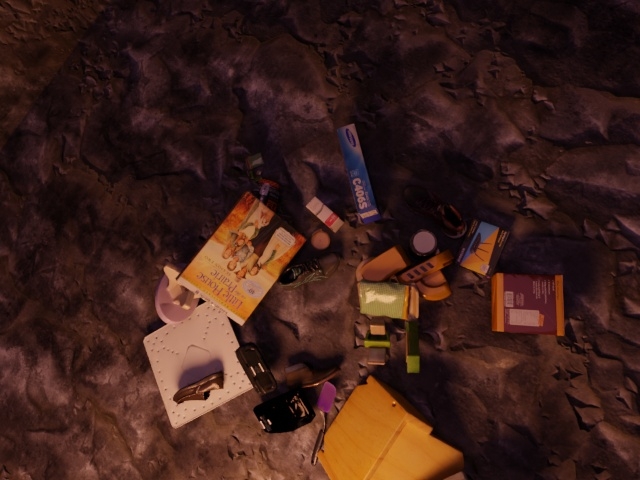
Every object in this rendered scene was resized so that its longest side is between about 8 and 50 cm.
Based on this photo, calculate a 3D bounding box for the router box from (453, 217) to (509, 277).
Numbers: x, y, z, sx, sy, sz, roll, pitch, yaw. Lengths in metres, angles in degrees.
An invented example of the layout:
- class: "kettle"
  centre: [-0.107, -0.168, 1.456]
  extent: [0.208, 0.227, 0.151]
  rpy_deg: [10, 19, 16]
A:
- class: "router box"
  centre: [0.574, 0.027, 1.456]
  extent: [0.133, 0.046, 0.179]
  rpy_deg: [23, 86, 18]

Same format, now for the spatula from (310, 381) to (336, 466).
- class: "spatula"
  centre: [0.005, 0.672, 1.484]
  extent: [0.084, 0.030, 0.297]
  rpy_deg: [6, 85, 57]

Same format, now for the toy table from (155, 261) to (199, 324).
- class: "toy table"
  centre: [-0.531, 0.180, 1.611]
  extent: [0.160, 0.252, 0.275]
  rpy_deg: [-34, 47, 33]

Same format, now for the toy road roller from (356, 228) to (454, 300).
- class: "toy road roller"
  centre: [0.311, 0.124, 1.429]
  extent: [0.329, 0.202, 0.241]
  rpy_deg: [-29, 79, 6]

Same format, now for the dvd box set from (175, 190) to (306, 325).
- class: "dvd box set"
  centre: [-0.294, 0.067, 1.556]
  extent: [0.307, 0.062, 0.421]
  rpy_deg: [41, 80, -19]

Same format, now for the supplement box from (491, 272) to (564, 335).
- class: "supplement box"
  centre: [0.678, 0.210, 1.348]
  extent: [0.193, 0.129, 0.192]
  rpy_deg: [1, 79, 15]

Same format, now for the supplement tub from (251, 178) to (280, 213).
- class: "supplement tub"
  centre: [-0.235, -0.148, 1.673]
  extent: [0.116, 0.117, 0.191]
  rpy_deg: [14, 84, 17]

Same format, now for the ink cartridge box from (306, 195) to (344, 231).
- class: "ink cartridge box"
  centre: [0.019, -0.103, 1.604]
  extent: [0.135, 0.099, 0.056]
  rpy_deg: [42, 92, 18]

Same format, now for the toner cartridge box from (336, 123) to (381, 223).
- class: "toner cartridge box"
  centre: [0.150, -0.252, 1.564]
  extent: [0.075, 0.165, 0.348]
  rpy_deg: [-16, 76, 11]

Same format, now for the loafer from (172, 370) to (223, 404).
- class: "loafer"
  centre: [-0.465, 0.580, 1.558]
  extent: [0.219, 0.080, 0.078]
  rpy_deg: [-29, 73, 8]

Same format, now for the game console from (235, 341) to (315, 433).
- class: "game console"
  centre: [-0.186, 0.538, 1.501]
  extent: [0.213, 0.044, 0.362]
  rpy_deg: [-30, 89, 20]

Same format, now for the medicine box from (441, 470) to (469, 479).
- class: "medicine box"
  centre: [0.397, 0.897, 1.221]
  extent: [0.263, 0.149, 0.289]
  rpy_deg: [-30, 103, 8]

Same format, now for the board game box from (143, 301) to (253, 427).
- class: "board game box"
  centre: [-0.492, 0.488, 1.653]
  extent: [0.389, 0.050, 0.390]
  rpy_deg: [-30, 74, 8]

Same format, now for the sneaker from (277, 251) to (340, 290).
- class: "sneaker"
  centre: [-0.046, 0.121, 1.576]
  extent: [0.267, 0.106, 0.101]
  rpy_deg: [-27, 72, 7]

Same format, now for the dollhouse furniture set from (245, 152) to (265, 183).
- class: "dollhouse furniture set"
  centre: [-0.279, -0.312, 1.748]
  extent: [0.076, 0.058, 0.152]
  rpy_deg: [-21, 75, 10]

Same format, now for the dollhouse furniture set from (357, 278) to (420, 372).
- class: "dollhouse furniture set"
  centre: [0.227, 0.286, 1.354]
  extent: [0.197, 0.302, 0.151]
  rpy_deg: [-1, 40, 13]

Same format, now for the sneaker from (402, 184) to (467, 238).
- class: "sneaker"
  centre: [0.413, -0.128, 1.468]
  extent: [0.281, 0.162, 0.106]
  rpy_deg: [39, 91, 18]

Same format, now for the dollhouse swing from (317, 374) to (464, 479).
- class: "dollhouse swing"
  centre: [0.246, 0.724, 1.402]
  extent: [0.347, 0.304, 0.315]
  rpy_deg: [-57, 30, -1]

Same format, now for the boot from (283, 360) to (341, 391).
- class: "boot"
  centre: [-0.037, 0.487, 1.514]
  extent: [0.219, 0.082, 0.106]
  rpy_deg: [-28, 76, 10]

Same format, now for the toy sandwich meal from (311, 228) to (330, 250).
- class: "toy sandwich meal"
  centre: [0.000, 0.000, 1.628]
  extent: [0.085, 0.029, 0.086]
  rpy_deg: [-2, 82, 11]
